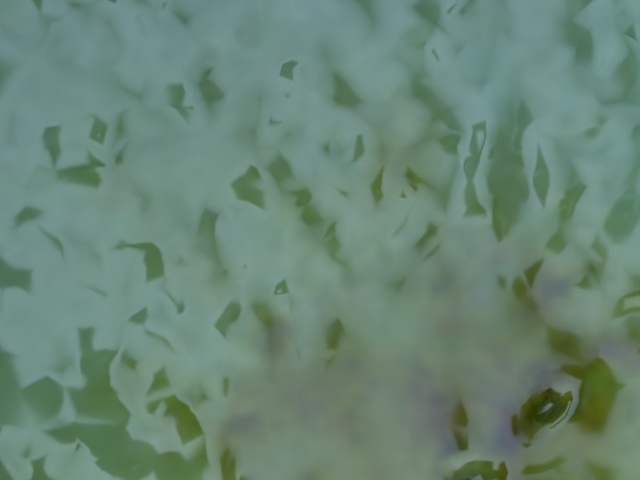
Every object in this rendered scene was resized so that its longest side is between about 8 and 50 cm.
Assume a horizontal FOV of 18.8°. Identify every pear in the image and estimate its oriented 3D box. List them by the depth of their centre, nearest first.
[{"bbox_3d":[0.000,0.000,0.454,0.292,0.292,0.159,-11,83,53],"label":"pear"}]
